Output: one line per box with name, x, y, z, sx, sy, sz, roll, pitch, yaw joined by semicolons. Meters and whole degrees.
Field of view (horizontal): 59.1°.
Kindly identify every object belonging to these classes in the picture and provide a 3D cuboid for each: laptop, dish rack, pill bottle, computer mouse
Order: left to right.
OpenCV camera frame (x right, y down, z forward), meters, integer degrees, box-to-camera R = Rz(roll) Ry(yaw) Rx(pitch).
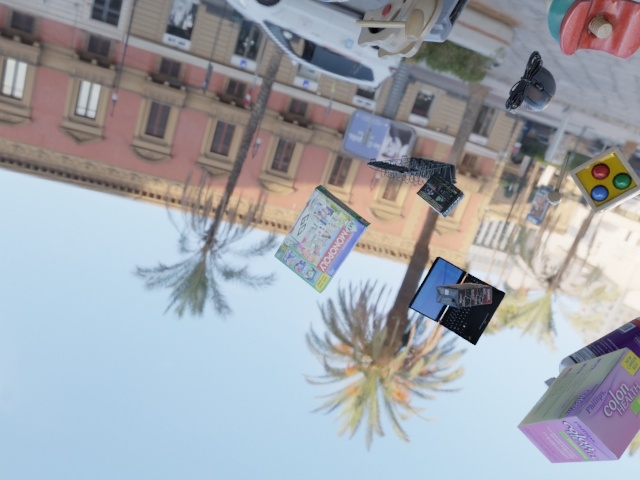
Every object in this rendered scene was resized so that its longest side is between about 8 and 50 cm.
dish rack;0.298;-0.229;1.872;0.272;0.074;0.208;-11;-159;-37
laptop;0.518;0.228;2.148;0.264;0.234;0.136;31;-176;32
computer mouse;0.690;-0.473;1.796;0.072;0.188;0.272;33;-162;29
pill bottle;0.769;0.350;1.492;0.181;0.323;0.181;56;-172;-11

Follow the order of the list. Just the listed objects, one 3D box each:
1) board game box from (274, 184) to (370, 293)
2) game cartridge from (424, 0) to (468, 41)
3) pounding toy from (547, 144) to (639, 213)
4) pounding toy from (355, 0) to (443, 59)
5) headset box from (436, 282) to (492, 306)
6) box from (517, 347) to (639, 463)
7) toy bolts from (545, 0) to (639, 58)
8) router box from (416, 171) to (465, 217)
board game box;0.000;0.000;1.897;0.213;0.317;0.046;39;-148;10
game cartridge;0.292;-0.641;1.461;0.198;0.297;0.062;20;164;41
pounding toy;0.684;-0.155;1.459;0.094;0.206;0.181;4;-124;-62
pounding toy;0.161;-0.512;1.262;0.155;0.154;0.269;22;-177;-27
headset box;0.257;0.095;0.999;0.083;0.032;0.062;-2;-177;-26
box;0.600;0.375;1.264;0.213;0.243;0.117;-39;-101;-24
toy bolts;0.371;-0.348;0.692;0.218;0.228;0.158;7;-143;-6
router box;0.365;-0.139;1.719;0.122;0.092;0.038;48;-171;38
